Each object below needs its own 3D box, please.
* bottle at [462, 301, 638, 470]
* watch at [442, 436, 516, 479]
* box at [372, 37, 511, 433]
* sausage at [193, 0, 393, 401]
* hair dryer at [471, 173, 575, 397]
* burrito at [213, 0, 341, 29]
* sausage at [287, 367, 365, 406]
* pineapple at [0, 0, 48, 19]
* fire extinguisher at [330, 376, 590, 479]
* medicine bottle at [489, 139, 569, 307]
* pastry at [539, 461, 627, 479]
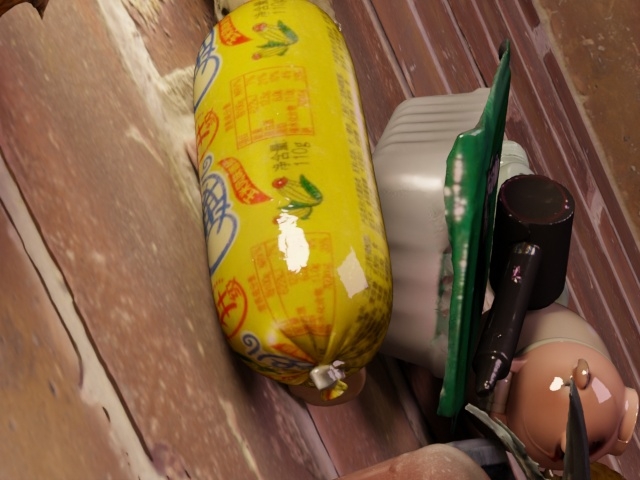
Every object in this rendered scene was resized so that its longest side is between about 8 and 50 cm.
[{"bbox_3d":[0.208,0.137,1.357,0.236,0.147,0.148,-115,-179,-84],"label":"bottle"},{"bbox_3d":[0.142,0.262,1.249,0.193,0.068,0.206,71,16,12],"label":"watch"},{"bbox_3d":[0.095,-0.018,1.286,0.337,0.106,0.264,-64,160,-68],"label":"box"},{"bbox_3d":[-0.023,-0.044,1.037,0.123,0.123,0.347,47,27,-48],"label":"sausage"},{"bbox_3d":[0.169,0.060,1.291,0.248,0.070,0.114,-68,164,-47],"label":"hair dryer"},{"bbox_3d":[-0.070,-0.262,1.210,0.175,0.107,0.348,-77,145,-83],"label":"burrito"},{"bbox_3d":[0.000,-0.001,1.156,0.066,0.065,0.301,53,21,-38],"label":"sausage"},{"bbox_3d":[-0.168,-0.160,0.698,0.161,0.158,0.334,59,19,-25],"label":"pineapple"},{"bbox_3d":[0.000,0.147,0.636,0.105,0.269,0.105,54,23,-35],"label":"fire extinguisher"},{"bbox_3d":[0.242,-0.022,1.847,0.121,0.083,0.229,45,27,-44],"label":"medicine bottle"},{"bbox_3d":[0.260,0.341,1.424,0.235,0.132,0.240,11,52,-59],"label":"pastry"}]
